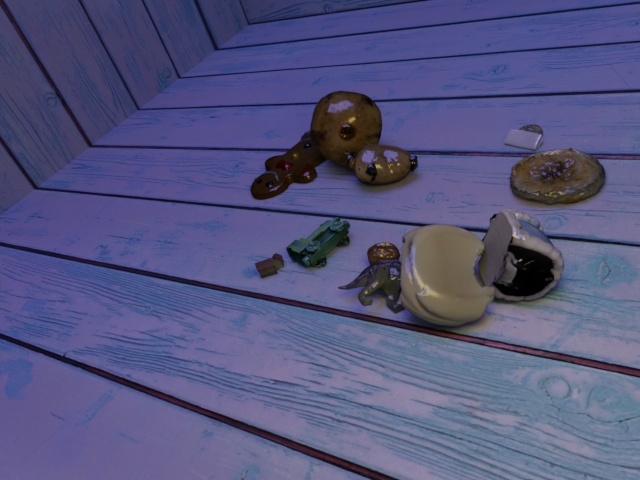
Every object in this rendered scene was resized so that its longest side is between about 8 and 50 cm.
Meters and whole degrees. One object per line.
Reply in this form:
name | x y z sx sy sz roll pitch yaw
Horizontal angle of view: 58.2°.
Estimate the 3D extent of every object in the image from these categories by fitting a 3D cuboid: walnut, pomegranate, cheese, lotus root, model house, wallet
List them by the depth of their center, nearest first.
cheese | 0.311 0.082 1.451 0.233 0.127 0.266 9 61 1
walnut | 0.183 0.045 1.661 0.096 0.082 0.079 -3 16 3
model house | -0.159 0.073 1.812 0.083 0.058 0.057 -18 36 4
wallet | 0.685 -0.342 1.940 0.122 0.025 0.061 25 84 43
lotus root | 0.205 -0.260 1.994 0.257 0.140 0.154 4 29 17
pomegranate | 0.094 -0.413 2.133 0.281 0.281 0.281 -14 36 10

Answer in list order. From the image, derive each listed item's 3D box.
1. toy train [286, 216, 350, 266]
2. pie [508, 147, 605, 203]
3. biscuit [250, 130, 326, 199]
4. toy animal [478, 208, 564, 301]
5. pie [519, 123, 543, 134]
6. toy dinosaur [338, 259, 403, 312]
toy train | 0.000 0.001 1.809 0.200 0.083 0.132 -40 37 -25
pie | 0.704 -0.194 1.725 0.274 0.055 0.274 -13 36 10
biscuit | -0.107 -0.308 2.274 0.432 0.064 0.283 -39 40 -24
toy animal | 0.497 0.034 1.429 0.156 0.208 0.204 5 37 -8
pie | 0.719 -0.368 1.971 0.084 0.021 0.084 -12 46 13
toy dinosaur | 0.202 0.109 1.563 0.294 0.077 0.162 -11 40 -10
